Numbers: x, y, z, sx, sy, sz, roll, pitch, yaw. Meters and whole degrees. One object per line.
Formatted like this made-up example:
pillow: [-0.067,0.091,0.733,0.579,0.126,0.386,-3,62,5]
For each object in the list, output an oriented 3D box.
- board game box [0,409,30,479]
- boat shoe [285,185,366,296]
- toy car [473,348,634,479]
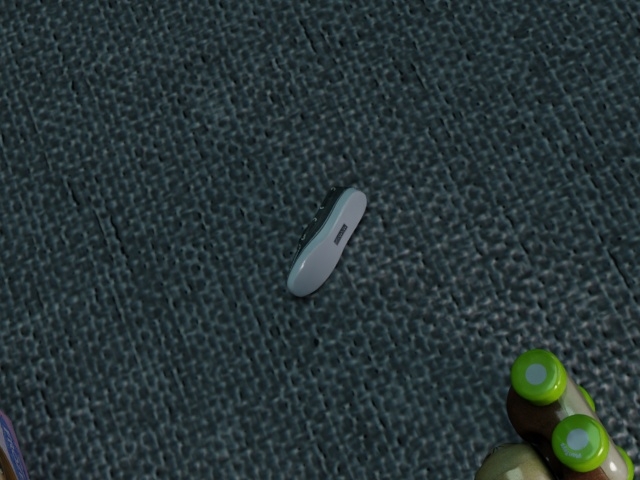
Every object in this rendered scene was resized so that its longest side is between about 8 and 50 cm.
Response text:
board game box: [-0.336,0.264,1.559,0.066,0.318,0.319,-23,62,-2]
boat shoe: [0.000,0.000,1.782,0.040,0.049,0.142,18,66,39]
toy car: [0.191,0.218,1.583,0.188,0.155,0.149,-34,62,7]
